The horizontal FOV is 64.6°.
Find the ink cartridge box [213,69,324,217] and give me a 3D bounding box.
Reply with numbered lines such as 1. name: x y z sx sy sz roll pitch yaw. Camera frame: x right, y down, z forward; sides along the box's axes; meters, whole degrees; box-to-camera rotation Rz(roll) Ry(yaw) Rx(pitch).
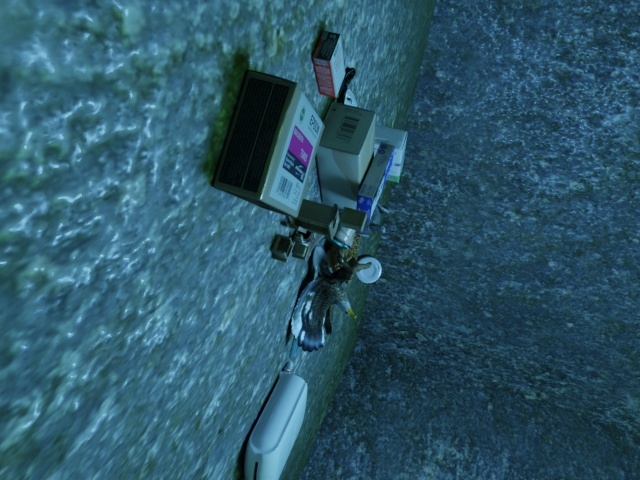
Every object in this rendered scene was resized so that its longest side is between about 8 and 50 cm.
1. ink cartridge box: -0.077 -0.152 0.874 0.235 0.088 0.193 17 91 -78

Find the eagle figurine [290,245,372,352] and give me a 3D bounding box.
1. eagle figurine: 0.023 0.189 1.626 0.298 0.226 0.225 -52 -145 23

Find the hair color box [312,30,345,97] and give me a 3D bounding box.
1. hair color box: 0.021 -0.384 1.113 0.141 0.043 0.071 70 38 -72

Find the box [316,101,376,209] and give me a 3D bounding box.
1. box: 0.072 -0.215 1.390 0.311 0.121 0.147 78 31 -66

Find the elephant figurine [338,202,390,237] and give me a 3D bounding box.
1. elephant figurine: 0.151 -0.098 1.736 0.239 0.170 0.185 1 78 -69

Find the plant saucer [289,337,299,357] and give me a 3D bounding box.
1. plant saucer: -0.069 0.301 1.708 0.067 0.018 0.191 -39 144 -70

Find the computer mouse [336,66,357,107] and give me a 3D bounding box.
1. computer mouse: 0.077 -0.378 1.382 0.193 0.042 0.105 56 50 -75

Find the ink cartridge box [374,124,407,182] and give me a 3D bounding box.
1. ink cartridge box: 0.230 -0.323 1.874 0.219 0.160 0.092 82 26 -65

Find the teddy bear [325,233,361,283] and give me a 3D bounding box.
1. teddy bear: 0.083 0.018 1.859 0.245 0.113 0.337 104 2 -48

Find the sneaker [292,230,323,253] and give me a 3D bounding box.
1. sneaker: -0.021 -0.035 1.345 0.188 0.066 0.071 -62 161 -46

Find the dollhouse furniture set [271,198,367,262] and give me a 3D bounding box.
1. dollhouse furniture set: 0.000 0.000 1.203 0.101 0.182 0.160 78 31 -67

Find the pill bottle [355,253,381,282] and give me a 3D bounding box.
1. pill bottle: 0.165 0.098 1.832 0.169 0.094 0.094 -75 -179 -87

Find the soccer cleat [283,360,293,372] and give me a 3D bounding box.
1. soccer cleat: -0.105 0.419 1.682 0.083 0.029 0.035 44 54 -80

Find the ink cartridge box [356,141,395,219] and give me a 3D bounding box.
1. ink cartridge box: 0.153 -0.167 1.410 0.097 0.046 0.207 92 19 -55

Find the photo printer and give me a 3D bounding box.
1. photo printer: -0.141 0.609 1.574 0.307 0.107 0.255 -59 161 -51

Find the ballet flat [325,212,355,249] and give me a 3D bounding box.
1. ballet flat: 0.071 -0.034 1.543 0.106 0.108 0.316 -57 -178 -1
